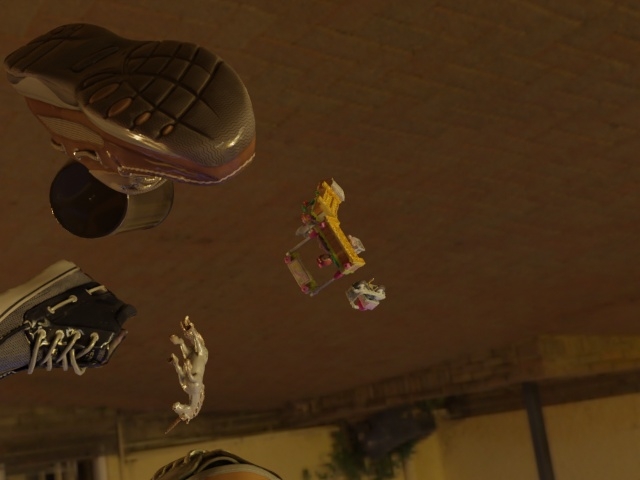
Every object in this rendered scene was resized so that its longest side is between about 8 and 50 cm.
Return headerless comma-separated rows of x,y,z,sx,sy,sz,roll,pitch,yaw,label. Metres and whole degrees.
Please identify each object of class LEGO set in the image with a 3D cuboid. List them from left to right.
0.000,0.000,1.613,0.107,0.287,0.132,-38,138,18,LEGO set

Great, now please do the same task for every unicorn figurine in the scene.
-0.205,0.205,1.492,0.060,0.162,0.111,2,137,22,unicorn figurine

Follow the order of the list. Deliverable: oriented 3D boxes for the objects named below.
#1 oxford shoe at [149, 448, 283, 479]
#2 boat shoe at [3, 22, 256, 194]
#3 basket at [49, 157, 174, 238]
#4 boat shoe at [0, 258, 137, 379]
-0.143,0.320,1.179,0.169,0.130,0.449,1,170,-19,oxford shoe
-0.158,-0.104,0.836,0.123,0.116,0.324,-33,-142,-24,boat shoe
-0.351,-0.087,1.595,0.154,0.204,0.227,-32,-170,10,basket
-0.399,0.145,1.409,0.127,0.158,0.340,-63,175,29,boat shoe
